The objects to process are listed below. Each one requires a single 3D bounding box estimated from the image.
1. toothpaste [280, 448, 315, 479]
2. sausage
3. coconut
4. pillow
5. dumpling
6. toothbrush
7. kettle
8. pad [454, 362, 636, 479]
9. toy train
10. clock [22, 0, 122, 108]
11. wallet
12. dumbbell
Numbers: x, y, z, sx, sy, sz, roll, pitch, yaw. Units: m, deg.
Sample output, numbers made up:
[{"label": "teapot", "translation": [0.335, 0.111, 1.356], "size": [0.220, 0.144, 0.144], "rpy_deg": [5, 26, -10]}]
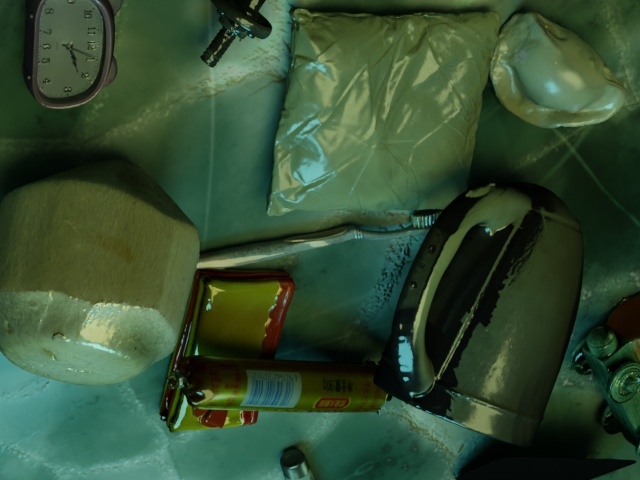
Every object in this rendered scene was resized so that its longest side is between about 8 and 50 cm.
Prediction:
[{"label": "toothpaste", "translation": [-0.013, 0.398, 2.116], "size": [0.062, 0.039, 0.239], "rpy_deg": [-21, 129, -4]}, {"label": "sausage", "translation": [-0.053, 0.189, 1.872], "size": [0.372, 0.082, 0.082], "rpy_deg": [7, 120, -45]}, {"label": "coconut", "translation": [-0.259, 0.025, 1.642], "size": [0.237, 0.265, 0.237], "rpy_deg": [5, 151, 3]}, {"label": "pillow", "translation": [0.078, -0.153, 1.766], "size": [0.281, 0.076, 0.274], "rpy_deg": [-2, 121, -22]}, {"label": "dumpling", "translation": [0.291, -0.198, 1.815], "size": [0.169, 0.100, 0.134], "rpy_deg": [24, 124, -31]}, {"label": "toothbrush", "translation": [0.000, 0.000, 1.864], "size": [0.375, 0.028, 0.037], "rpy_deg": [-11, 119, -16]}, {"label": "kettle", "translation": [0.206, 0.070, 1.860], "size": [0.321, 0.228, 0.324], "rpy_deg": [20, 92, -50]}, {"label": "pad", "translation": [0.374, 0.300, 2.136], "size": [0.250, 0.055, 0.323], "rpy_deg": [6, 138, -25]}, {"label": "toy train", "translation": [0.492, 0.206, 2.164], "size": [0.177, 0.116, 0.285], "rpy_deg": [-40, 128, -10]}, {"label": "clock", "translation": [-0.271, -0.220, 1.590], "size": [0.110, 0.050, 0.152], "rpy_deg": [-4, 123, -21]}, {"label": "wallet", "translation": [-0.120, 0.148, 1.889], "size": [0.141, 0.067, 0.241], "rpy_deg": [2, 120, -26]}, {"label": "dumbbell", "translation": [-0.056, -0.300, 1.610], "size": [0.082, 0.081, 0.254], "rpy_deg": [27, 108, -34]}]
